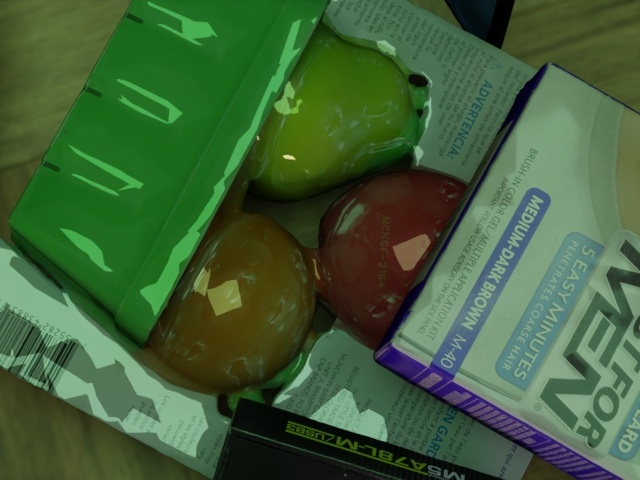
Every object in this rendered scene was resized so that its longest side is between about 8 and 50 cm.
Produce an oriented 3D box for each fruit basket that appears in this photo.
[{"bbox_3d":[0.000,0.000,1.160,0.353,0.165,0.327,28,79,-9],"label":"fruit basket"}]

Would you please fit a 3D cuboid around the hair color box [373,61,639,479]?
[{"bbox_3d":[0.222,0.069,1.046,0.339,0.110,0.185,30,80,0],"label":"hair color box"}]

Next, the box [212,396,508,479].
[{"bbox_3d":[0.012,0.203,1.090,0.184,0.045,0.190,17,114,-3],"label":"box"}]

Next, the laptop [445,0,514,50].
[{"bbox_3d":[-0.009,-0.215,1.144,0.264,0.234,0.136,6,77,1],"label":"laptop"}]
